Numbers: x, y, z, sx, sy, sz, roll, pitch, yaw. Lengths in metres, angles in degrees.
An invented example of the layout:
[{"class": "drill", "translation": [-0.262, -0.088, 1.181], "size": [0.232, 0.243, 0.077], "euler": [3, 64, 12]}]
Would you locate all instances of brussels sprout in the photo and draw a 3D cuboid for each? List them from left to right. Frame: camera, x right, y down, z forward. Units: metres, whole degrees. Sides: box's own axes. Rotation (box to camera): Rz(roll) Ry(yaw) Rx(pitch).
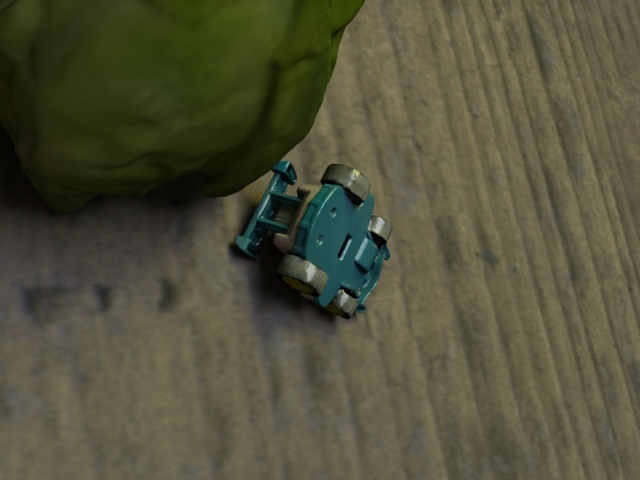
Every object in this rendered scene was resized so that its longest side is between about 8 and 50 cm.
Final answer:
[{"class": "brussels sprout", "translation": [-0.124, -0.228, 0.880], "size": [0.425, 0.361, 0.342], "euler": [-7, 70, -45]}]

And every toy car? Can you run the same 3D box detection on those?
[{"class": "toy car", "translation": [0.000, 0.000, 1.107], "size": [0.126, 0.098, 0.161], "euler": [-64, 150, -13]}]
